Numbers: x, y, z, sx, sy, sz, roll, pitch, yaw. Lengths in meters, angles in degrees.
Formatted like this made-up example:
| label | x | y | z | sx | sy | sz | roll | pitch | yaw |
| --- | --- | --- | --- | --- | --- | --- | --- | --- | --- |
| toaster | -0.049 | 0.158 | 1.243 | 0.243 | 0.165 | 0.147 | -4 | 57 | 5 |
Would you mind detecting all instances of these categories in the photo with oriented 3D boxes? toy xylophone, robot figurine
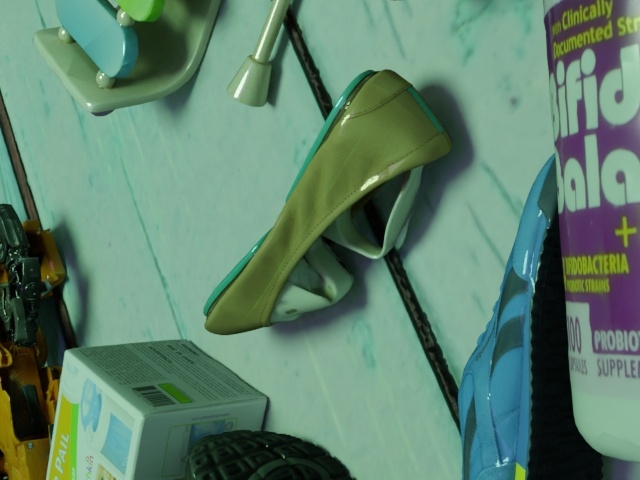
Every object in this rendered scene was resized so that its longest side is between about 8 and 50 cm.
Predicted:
| label | x | y | z | sx | sy | sz | roll | pitch | yaw |
| --- | --- | --- | --- | --- | --- | --- | --- | --- | --- |
| toy xylophone | -0.096 | -0.232 | 0.864 | 0.236 | 0.081 | 0.323 | 38 | 120 | 44 |
| robot figurine | -0.271 | 0.112 | 1.092 | 0.211 | 0.085 | 0.291 | -24 | 73 | 49 |

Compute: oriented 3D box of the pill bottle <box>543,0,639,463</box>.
| label | x | y | z | sx | sy | sz | roll | pitch | yaw |
| --- | --- | --- | --- | --- | --- | --- | --- | --- | --- |
| pill bottle | 0.168 | -0.075 | 0.467 | 0.169 | 0.169 | 0.301 | -7 | 85 | 51 |

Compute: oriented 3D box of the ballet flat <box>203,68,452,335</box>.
| label | x | y | z | sx | sy | sz | roll | pitch | yaw |
| --- | --- | --- | --- | --- | --- | --- | --- | --- | --- |
| ballet flat | 0.000 | 0.000 | 0.761 | 0.073 | 0.080 | 0.232 | 41 | 130 | 7 |

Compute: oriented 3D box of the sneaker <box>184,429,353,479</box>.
| label | x | y | z | sx | sy | sz | roll | pitch | yaw |
| --- | --- | --- | --- | --- | --- | --- | --- | --- | --- |
| sneaker | -0.008 | 0.233 | 0.752 | 0.286 | 0.109 | 0.130 | 50 | 132 | 39 |

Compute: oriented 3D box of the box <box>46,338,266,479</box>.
| label | x | y | z | sx | sy | sz | roll | pitch | yaw |
| --- | --- | --- | --- | --- | --- | --- | --- | --- | --- |
| box | -0.126 | 0.186 | 0.896 | 0.114 | 0.103 | 0.203 | 28 | 113 | 47 |

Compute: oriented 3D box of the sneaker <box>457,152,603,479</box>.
| label | x | y | z | sx | sy | sz | roll | pitch | yaw |
| --- | --- | --- | --- | --- | --- | --- | --- | --- | --- |
| sneaker | 0.102 | 0.051 | 0.634 | 0.082 | 0.069 | 0.209 | 18 | 105 | 54 |
